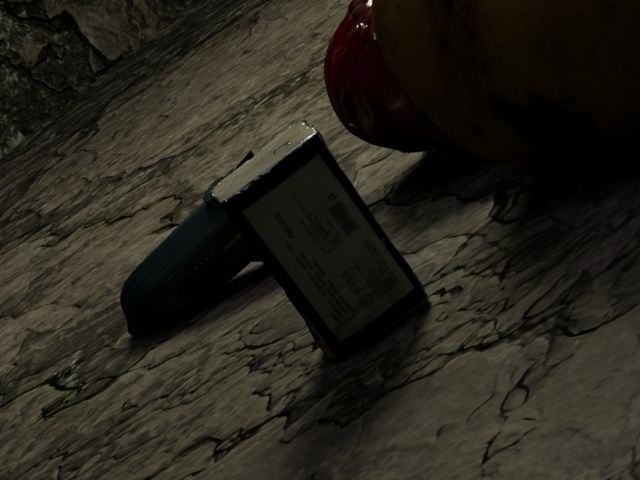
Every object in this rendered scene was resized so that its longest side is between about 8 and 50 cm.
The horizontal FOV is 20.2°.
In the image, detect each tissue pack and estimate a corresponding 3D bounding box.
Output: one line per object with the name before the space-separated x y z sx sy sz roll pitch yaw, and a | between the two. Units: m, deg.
tissue pack | 0.000 0.001 1.448 0.103 0.170 0.090 -36 15 -5

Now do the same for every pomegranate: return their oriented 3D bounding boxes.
pomegranate | 0.192 -0.215 1.508 0.322 0.322 0.322 -31 15 9

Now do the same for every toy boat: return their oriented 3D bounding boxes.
toy boat | -0.117 0.019 1.830 0.246 0.103 0.093 -42 24 22

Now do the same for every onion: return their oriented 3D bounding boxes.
onion | 0.122 -0.185 1.763 0.246 0.190 0.246 -13 20 5
